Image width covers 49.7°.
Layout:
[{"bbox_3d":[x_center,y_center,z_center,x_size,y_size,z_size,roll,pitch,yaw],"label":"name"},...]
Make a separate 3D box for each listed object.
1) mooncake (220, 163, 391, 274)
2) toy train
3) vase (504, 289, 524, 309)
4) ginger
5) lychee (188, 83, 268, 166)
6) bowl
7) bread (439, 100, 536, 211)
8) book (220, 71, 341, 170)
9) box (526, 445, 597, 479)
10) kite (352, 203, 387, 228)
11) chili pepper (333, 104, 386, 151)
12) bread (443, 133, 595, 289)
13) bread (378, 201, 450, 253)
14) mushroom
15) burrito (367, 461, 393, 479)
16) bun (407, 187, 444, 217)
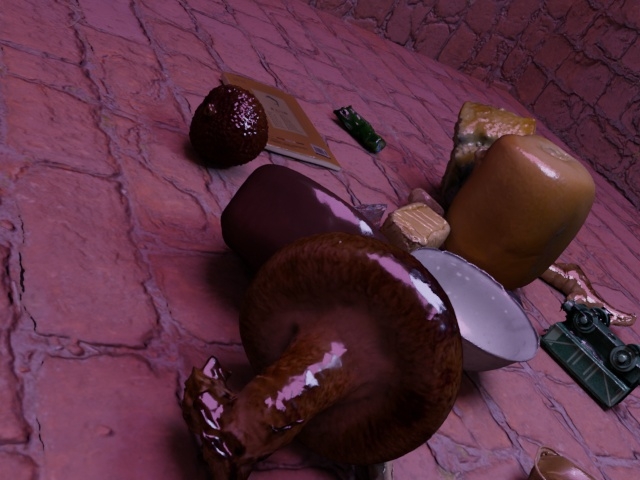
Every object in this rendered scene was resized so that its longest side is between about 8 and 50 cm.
[{"bbox_3d":[-0.035,0.015,1.243,0.326,0.174,0.333,42,-17,-31],"label":"mooncake"},{"bbox_3d":[0.666,0.265,1.651,0.115,0.154,0.269,-4,43,-48],"label":"toy train"},{"bbox_3d":[0.384,0.151,1.607,0.120,0.120,0.183,7,20,-40],"label":"vase"},{"bbox_3d":[0.768,0.146,2.034,0.148,0.081,0.334,-13,50,-48],"label":"ginger"},{"bbox_3d":[-0.205,-0.253,1.569,0.194,0.194,0.194,25,28,-14],"label":"lychee"},{"bbox_3d":[0.272,0.171,1.402,0.313,0.146,0.313,24,29,-14],"label":"bowl"},{"bbox_3d":[0.479,-0.187,2.074,0.239,0.395,0.264,17,50,9],"label":"bread"},{"bbox_3d":[-0.116,-0.343,1.968,0.268,0.032,0.389,13,33,-36],"label":"book"},{"bbox_3d":[0.432,0.435,1.180,0.177,0.111,0.111,38,28,11],"label":"box"},{"bbox_3d":[0.100,-0.025,1.619,0.127,0.016,0.229,-13,35,10],"label":"kite"},{"bbox_3d":[0.126,-0.364,2.225,0.098,0.061,0.224,-11,48,-47],"label":"chili pepper"},{"bbox_3d":[0.518,-0.061,1.789,0.348,0.376,0.253,9,36,-40],"label":"bread"},{"bbox_3d":[0.224,-0.013,1.696,0.140,0.106,0.236,42,29,16],"label":"bread"},{"bbox_3d":[0.011,0.149,0.961,0.356,0.334,0.331,19,48,-59],"label":"mushroom"},{"bbox_3d":[0.089,0.353,1.027,0.185,0.041,0.045,-85,156,-61],"label":"burrito"},{"bbox_3d":[0.292,-0.094,1.945,0.115,0.069,0.115,44,10,-10],"label":"bun"}]
